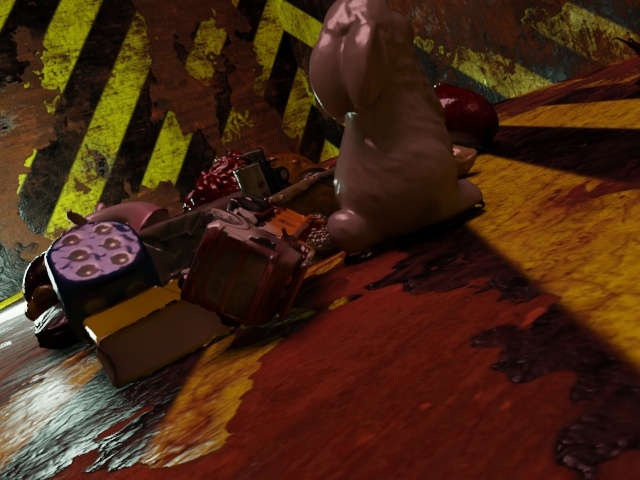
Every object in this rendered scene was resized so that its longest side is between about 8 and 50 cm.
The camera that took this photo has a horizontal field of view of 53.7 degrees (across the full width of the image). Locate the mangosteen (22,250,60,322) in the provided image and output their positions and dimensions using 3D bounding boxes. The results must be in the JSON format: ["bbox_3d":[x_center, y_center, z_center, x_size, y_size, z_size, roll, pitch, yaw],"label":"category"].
[{"bbox_3d":[-0.587,0.110,1.416,0.166,0.166,0.180,-21,35,1],"label":"mangosteen"}]

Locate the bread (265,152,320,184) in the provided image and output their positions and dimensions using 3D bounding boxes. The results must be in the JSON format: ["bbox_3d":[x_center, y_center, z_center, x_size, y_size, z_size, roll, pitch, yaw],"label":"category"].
[{"bbox_3d":[-0.145,-0.179,1.983,0.339,0.179,0.194,-27,11,-28],"label":"bread"}]

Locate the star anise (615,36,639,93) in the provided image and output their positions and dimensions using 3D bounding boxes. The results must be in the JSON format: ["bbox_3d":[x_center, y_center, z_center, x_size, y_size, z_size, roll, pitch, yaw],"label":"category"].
[{"bbox_3d":[0.723,-0.383,1.353,0.140,0.144,0.158,-12,9,6],"label":"star anise"}]

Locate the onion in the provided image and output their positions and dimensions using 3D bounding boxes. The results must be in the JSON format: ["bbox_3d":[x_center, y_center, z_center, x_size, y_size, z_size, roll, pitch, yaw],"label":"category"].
[{"bbox_3d":[0.331,-0.302,1.587,0.247,0.162,0.248,16,9,-3],"label":"onion"}]

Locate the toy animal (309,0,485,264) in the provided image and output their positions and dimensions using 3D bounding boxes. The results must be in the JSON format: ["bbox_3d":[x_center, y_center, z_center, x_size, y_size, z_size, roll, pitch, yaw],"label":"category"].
[{"bbox_3d":[0.083,-0.175,0.905,0.257,0.358,0.193,-31,15,-38],"label":"toy animal"}]

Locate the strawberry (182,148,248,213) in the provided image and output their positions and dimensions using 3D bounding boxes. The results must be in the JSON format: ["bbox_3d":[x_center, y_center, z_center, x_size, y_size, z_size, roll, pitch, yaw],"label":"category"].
[{"bbox_3d":[-0.207,-0.099,1.653,0.261,0.257,0.261,-49,0,0],"label":"strawberry"}]

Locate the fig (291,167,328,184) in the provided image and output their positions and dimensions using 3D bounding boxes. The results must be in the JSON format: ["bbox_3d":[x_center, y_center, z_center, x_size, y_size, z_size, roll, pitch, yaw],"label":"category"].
[{"bbox_3d":[-0.038,-0.094,1.438,0.184,0.127,0.133,-18,22,-3],"label":"fig"}]

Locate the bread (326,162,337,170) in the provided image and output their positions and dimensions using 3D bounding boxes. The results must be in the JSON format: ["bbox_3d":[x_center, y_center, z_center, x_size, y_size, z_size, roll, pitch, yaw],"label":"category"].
[{"bbox_3d":[0.060,-0.182,1.863,0.139,0.077,0.271,-22,12,13],"label":"bread"}]

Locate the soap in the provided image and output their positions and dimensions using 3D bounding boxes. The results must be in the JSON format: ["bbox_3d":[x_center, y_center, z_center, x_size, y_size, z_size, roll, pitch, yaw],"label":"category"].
[{"bbox_3d":[-0.239,0.003,1.269,0.182,0.139,0.199,-16,10,24],"label":"soap"}]

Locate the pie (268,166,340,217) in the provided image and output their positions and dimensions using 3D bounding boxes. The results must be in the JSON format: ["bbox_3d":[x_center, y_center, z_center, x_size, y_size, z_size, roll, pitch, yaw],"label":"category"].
[{"bbox_3d":[0.013,-0.063,1.135,0.068,0.129,0.282,6,24,45],"label":"pie"}]

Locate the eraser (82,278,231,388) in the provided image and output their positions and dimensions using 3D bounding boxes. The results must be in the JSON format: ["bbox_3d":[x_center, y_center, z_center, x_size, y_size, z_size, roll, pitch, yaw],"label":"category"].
[{"bbox_3d":[-0.222,0.110,0.833,0.157,0.069,0.226,-27,11,-22],"label":"eraser"}]

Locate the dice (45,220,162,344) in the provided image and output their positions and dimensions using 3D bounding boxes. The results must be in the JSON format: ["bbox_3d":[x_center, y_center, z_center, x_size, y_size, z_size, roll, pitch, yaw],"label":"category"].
[{"bbox_3d":[-0.334,0.064,0.985,0.146,0.146,0.143,-24,49,-26],"label":"dice"}]

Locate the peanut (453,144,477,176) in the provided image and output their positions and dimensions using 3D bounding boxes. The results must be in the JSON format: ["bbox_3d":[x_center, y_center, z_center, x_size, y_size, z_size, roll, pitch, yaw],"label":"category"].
[{"bbox_3d":[0.241,-0.156,1.309,0.187,0.082,0.082,-12,13,39],"label":"peanut"}]

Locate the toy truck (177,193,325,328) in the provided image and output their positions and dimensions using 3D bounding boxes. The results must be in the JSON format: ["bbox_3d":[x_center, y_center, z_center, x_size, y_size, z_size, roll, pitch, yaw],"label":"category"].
[{"bbox_3d":[-0.074,0.020,0.784,0.135,0.114,0.270,24,13,3],"label":"toy truck"}]

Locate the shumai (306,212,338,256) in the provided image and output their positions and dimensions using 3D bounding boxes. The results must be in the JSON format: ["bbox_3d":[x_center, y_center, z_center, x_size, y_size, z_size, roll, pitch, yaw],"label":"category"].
[{"bbox_3d":[0.000,0.000,1.046,0.083,0.082,0.080,-10,-29,-4],"label":"shumai"}]

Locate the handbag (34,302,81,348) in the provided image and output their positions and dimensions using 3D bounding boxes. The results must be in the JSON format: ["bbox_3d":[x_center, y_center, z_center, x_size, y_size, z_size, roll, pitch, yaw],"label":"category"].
[{"bbox_3d":[-0.432,0.135,1.177,0.191,0.075,0.332,-22,5,-24],"label":"handbag"}]

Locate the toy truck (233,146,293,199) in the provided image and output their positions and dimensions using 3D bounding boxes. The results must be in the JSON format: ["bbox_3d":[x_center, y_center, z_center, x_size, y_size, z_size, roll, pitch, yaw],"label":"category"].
[{"bbox_3d":[-0.090,-0.066,1.136,0.074,0.202,0.088,-9,18,38],"label":"toy truck"}]

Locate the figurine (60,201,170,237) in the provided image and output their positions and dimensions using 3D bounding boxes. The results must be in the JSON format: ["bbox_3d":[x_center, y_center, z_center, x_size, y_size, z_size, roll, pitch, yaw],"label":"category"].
[{"bbox_3d":[-0.558,0.031,1.640,0.315,0.285,0.206,14,16,29],"label":"figurine"}]
